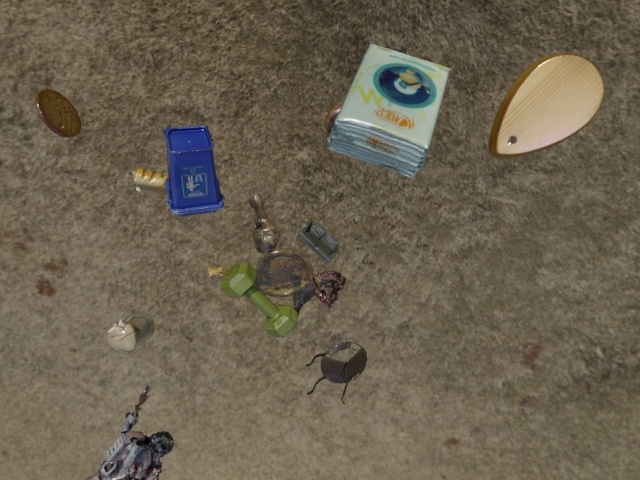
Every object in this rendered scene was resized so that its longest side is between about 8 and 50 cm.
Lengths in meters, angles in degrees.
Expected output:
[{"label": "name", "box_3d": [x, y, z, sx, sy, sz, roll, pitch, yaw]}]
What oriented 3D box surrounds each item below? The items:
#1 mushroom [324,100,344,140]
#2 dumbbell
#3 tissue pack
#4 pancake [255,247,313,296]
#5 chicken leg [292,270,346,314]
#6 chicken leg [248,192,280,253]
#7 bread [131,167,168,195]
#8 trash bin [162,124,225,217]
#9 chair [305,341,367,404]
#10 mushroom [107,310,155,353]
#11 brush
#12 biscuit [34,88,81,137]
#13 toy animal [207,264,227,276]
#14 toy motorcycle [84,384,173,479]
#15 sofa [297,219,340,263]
[{"label": "mushroom", "box_3d": [0.066, -0.460, 1.695, 0.080, 0.135, 0.170, 39, 116, 28]}, {"label": "dumbbell", "box_3d": [-0.199, 0.201, 1.459, 0.108, 0.121, 0.302, -29, 119, 20]}, {"label": "tissue pack", "box_3d": [0.216, -0.408, 1.348, 0.288, 0.387, 0.162, 19, 148, 3]}, {"label": "pancake", "box_3d": [-0.156, 0.140, 1.834, 0.250, 0.031, 0.249, -6, 120, -10]}, {"label": "chicken leg", "box_3d": [-0.022, 0.245, 2.018, 0.323, 0.177, 0.083, -15, 171, -18]}, {"label": "chicken leg", "box_3d": [-0.171, -0.051, 1.314, 0.085, 0.069, 0.197, 13, 123, 40]}, {"label": "bread", "box_3d": [-0.695, -0.242, 1.819, 0.178, 0.084, 0.119, 13, 155, -14]}, {"label": "trash bin", "box_3d": [-0.366, -0.204, 1.250, 0.163, 0.183, 0.234, -11, 141, -18]}, {"label": "chair", "box_3d": [0.067, 0.458, 1.559, 0.149, 0.213, 0.174, 10, 113, 31]}, {"label": "mushroom", "box_3d": [-0.442, 0.214, 1.036, 0.092, 0.223, 0.081, 0, 87, -17]}, {"label": "brush", "box_3d": [0.476, -0.286, 0.988, 0.267, 0.166, 0.174, -42, 94, 11]}, {"label": "biscuit", "box_3d": [-0.968, -0.467, 1.622, 0.027, 0.187, 0.187, -19, 119, 14]}, {"label": "toy animal", "box_3d": [-0.492, 0.139, 2.076, 0.084, 0.081, 0.060, 8, 146, 24]}, {"label": "toy motorcycle", "box_3d": [-0.517, 0.593, 1.202, 0.207, 0.134, 0.400, 17, 105, -36]}, {"label": "sofa", "box_3d": [0.000, 0.000, 1.525, 0.147, 0.085, 0.060, 44, 119, -4]}]
